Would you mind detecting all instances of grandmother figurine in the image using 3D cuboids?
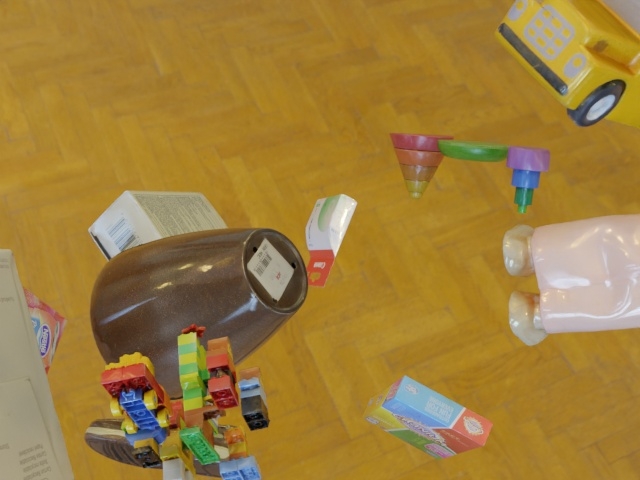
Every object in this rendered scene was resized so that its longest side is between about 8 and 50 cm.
[{"bbox_3d":[0.335,0.016,0.665,0.104,0.343,0.207,-17,100,-55],"label":"grandmother figurine"}]

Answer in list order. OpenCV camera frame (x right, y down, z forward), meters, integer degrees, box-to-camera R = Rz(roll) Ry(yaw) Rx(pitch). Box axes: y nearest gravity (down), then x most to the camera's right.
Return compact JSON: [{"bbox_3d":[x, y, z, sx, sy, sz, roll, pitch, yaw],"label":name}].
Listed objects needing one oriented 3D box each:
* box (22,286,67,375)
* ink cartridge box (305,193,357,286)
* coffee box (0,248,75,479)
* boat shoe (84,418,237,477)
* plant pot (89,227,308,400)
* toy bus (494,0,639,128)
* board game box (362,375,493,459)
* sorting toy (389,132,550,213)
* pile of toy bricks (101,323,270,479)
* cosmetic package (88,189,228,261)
[{"bbox_3d":[-0.599,0.178,1.288,0.300,0.142,0.154,-10,51,24],"label":"box"},{"bbox_3d":[0.000,0.000,1.917,0.056,0.181,0.224,27,80,-17],"label":"ink cartridge box"},{"bbox_3d":[-0.462,0.212,0.670,0.335,0.338,0.338,-20,83,12],"label":"coffee box"},{"bbox_3d":[-0.260,0.329,1.306,0.258,0.095,0.095,13,49,-4],"label":"boat shoe"},{"bbox_3d":[-0.134,0.072,0.974,0.215,0.230,0.215,26,53,-39],"label":"plant pot"},{"bbox_3d":[0.313,-0.175,0.731,0.333,0.130,0.108,2,47,-44],"label":"toy bus"},{"bbox_3d":[0.258,0.452,1.949,0.242,0.316,0.064,28,66,0],"label":"board game box"},{"bbox_3d":[0.246,-0.114,1.344,0.127,0.366,0.126,-2,103,-31],"label":"sorting toy"},{"bbox_3d":[-0.102,0.123,0.639,0.118,0.212,0.105,-11,53,0],"label":"pile of toy bricks"},{"bbox_3d":[-0.323,-0.010,1.626,0.129,0.296,0.153,-41,77,18],"label":"cosmetic package"}]
